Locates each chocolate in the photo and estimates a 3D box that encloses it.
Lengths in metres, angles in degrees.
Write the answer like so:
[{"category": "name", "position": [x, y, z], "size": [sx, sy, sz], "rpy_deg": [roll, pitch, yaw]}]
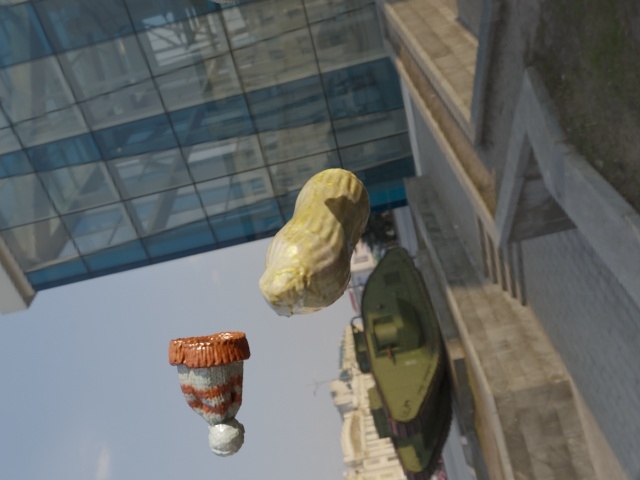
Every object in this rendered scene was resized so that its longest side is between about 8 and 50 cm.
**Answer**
[{"category": "chocolate", "position": [0.000, 0.000, 0.959], "size": [0.309, 0.134, 0.134], "rpy_deg": [-63, -34, -47]}]

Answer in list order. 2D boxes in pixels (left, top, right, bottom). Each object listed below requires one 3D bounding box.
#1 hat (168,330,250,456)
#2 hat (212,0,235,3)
[{"category": "hat", "position": [-0.140, 0.207, 0.829], "size": [0.094, 0.112, 0.162], "rpy_deg": [-6, 89, 56]}, {"category": "hat", "position": [-0.111, -0.358, 0.749], "size": [0.175, 0.085, 0.147], "rpy_deg": [25, 150, 51]}]
